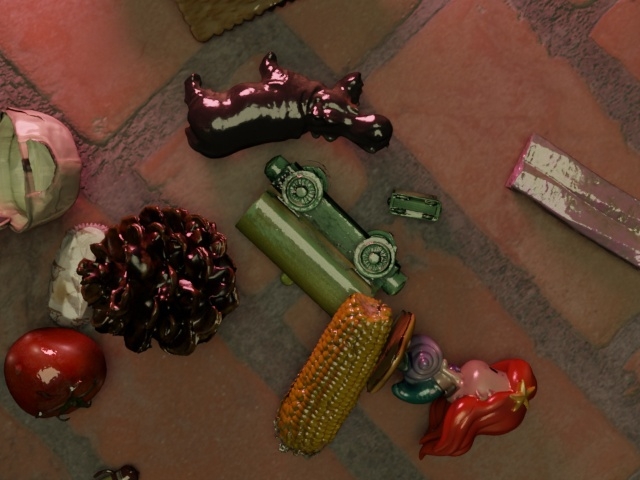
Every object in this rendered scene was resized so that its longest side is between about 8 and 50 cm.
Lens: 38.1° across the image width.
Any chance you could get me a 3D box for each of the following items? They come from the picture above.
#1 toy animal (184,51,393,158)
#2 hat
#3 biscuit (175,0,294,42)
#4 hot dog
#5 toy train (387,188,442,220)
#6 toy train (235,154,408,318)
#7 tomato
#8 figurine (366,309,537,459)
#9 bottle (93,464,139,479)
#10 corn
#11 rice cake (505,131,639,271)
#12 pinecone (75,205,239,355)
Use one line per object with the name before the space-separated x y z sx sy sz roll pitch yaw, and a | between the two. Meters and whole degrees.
toy animal | -0.056 -0.219 1.510 0.343 0.106 0.168 -2 65 5
hat | -0.514 -0.108 1.518 0.275 0.161 0.232 -9 80 23
biscuit | -0.099 -0.472 1.509 0.325 0.044 0.217 -25 130 1
hot dog | -0.407 0.062 1.566 0.099 0.053 0.192 17 94 0
toy train | 0.158 -0.062 1.566 0.093 0.056 0.038 9 108 -1
toy train | -0.002 0.002 1.531 0.307 0.126 0.189 44 91 -2
tomato | -0.439 0.214 1.524 0.167 0.167 0.167 0 92 -1
figurine | 0.210 0.251 1.530 0.257 0.181 0.208 29 54 -3
bottle | -0.356 0.422 1.582 0.101 0.047 0.063 -32 128 -4
corn | 0.020 0.227 1.510 0.115 0.115 0.318 27 115 -1
rice cake | 0.456 -0.060 1.573 0.298 0.050 0.106 32 90 -2
pinecone | -0.264 0.072 1.477 0.257 0.243 0.243 -27 92 -41
